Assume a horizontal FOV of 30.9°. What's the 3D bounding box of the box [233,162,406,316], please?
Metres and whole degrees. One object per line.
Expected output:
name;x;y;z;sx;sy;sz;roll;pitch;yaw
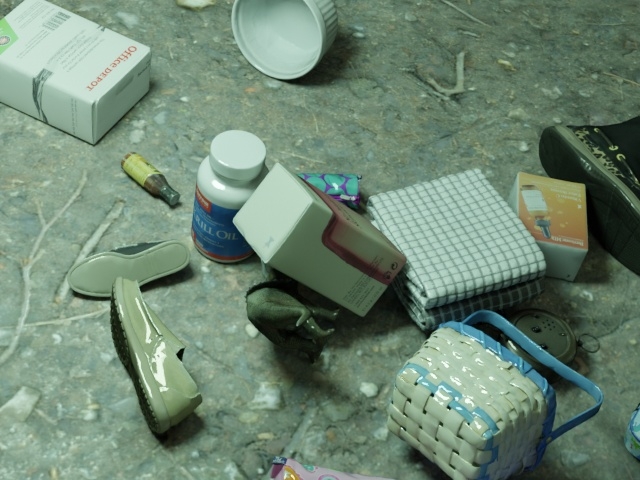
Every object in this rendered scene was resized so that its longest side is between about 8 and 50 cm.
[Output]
box;0.000;0.000;1.875;0.232;0.126;0.148;31;11;-38

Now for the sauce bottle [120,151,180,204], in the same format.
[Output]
sauce bottle;-0.302;-0.109;2.068;0.128;0.042;0.042;39;53;20

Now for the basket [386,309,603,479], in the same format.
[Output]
basket;0.255;0.230;1.765;0.289;0.201;0.255;-28;49;-33

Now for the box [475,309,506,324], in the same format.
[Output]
box;0.276;0.107;2.005;0.067;0.018;0.083;-5;49;-16

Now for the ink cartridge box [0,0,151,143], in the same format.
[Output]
ink cartridge box;-0.483;-0.323;2.172;0.273;0.114;0.198;26;49;12

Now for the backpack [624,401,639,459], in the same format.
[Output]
backpack;0.544;0.299;1.843;0.105;0.084;0.114;32;53;20

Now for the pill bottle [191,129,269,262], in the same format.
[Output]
pill bottle;-0.150;-0.076;1.945;0.124;0.221;0.124;6;48;-6

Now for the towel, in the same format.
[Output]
towel;0.223;0.018;1.994;0.235;0.121;0.283;-16;43;-14

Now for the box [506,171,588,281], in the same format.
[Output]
box;0.409;-0.026;2.103;0.130;0.091;0.170;10;47;-2

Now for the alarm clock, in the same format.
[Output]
alarm clock;0.382;0.173;1.942;0.192;0.064;0.129;0;49;-16

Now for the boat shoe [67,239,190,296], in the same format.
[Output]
boat shoe;-0.321;0.044;1.928;0.206;0.075;0.065;-15;10;-17

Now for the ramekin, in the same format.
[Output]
ramekin;-0.062;-0.435;2.306;0.207;0.207;0.109;29;40;14

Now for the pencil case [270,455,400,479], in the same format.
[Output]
pencil case;0.063;0.384;1.647;0.284;0.124;0.124;10;47;-1

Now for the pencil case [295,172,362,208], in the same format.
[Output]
pencil case;-0.002;-0.089;2.094;0.152;0.064;0.070;-1;24;-11

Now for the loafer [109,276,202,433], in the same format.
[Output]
loafer;-0.258;0.171;1.792;0.092;0.102;0.268;-12;61;-23

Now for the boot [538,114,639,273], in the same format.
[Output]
boot;0.625;-0.107;2.197;0.284;0.138;0.377;-16;48;-24

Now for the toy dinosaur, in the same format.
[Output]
toy dinosaur;-0.060;0.120;1.818;0.160;0.121;0.313;26;12;0
